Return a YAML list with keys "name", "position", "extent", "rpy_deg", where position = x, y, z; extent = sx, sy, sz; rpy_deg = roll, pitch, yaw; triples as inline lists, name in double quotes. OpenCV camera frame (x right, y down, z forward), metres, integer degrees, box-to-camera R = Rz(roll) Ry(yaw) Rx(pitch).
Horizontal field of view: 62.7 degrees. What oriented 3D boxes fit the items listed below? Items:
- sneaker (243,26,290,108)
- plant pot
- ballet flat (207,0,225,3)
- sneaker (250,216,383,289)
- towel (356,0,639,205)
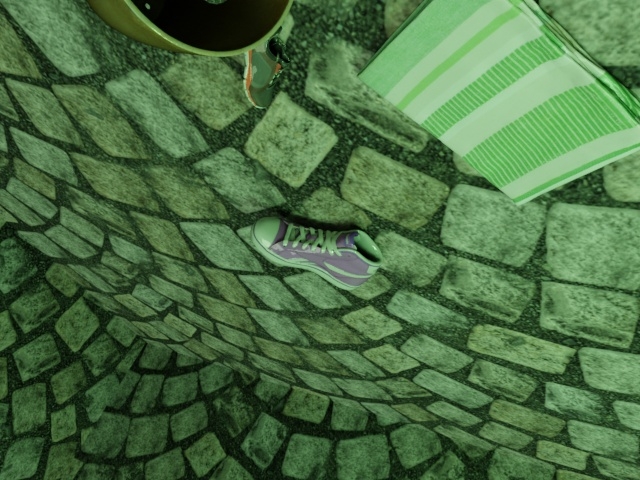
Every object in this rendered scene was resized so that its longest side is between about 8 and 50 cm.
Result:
- name: "sneaker"
  position: [-0.079, -0.260, 0.796]
  extent: [0.064, 0.061, 0.158]
  rpy_deg: [14, 149, 9]
- name: "plant pot"
  position: [-0.192, -0.335, 0.635]
  extent: [0.254, 0.237, 0.237]
  rpy_deg: [15, 153, 50]
- name: "ballet flat"
  position: [-0.066, -0.392, 0.324]
  extent: [0.182, 0.164, 0.483]
  rpy_deg: [10, 137, 19]
- name: "sneaker"
  position: [0.000, -0.001, 1.113]
  extent: [0.282, 0.102, 0.161]
  rpy_deg: [22, 148, -14]
- name: "towel"
  position: [0.236, -0.184, 0.692]
  extent: [0.325, 0.038, 0.248]
  rpy_deg: [34, 150, -14]
